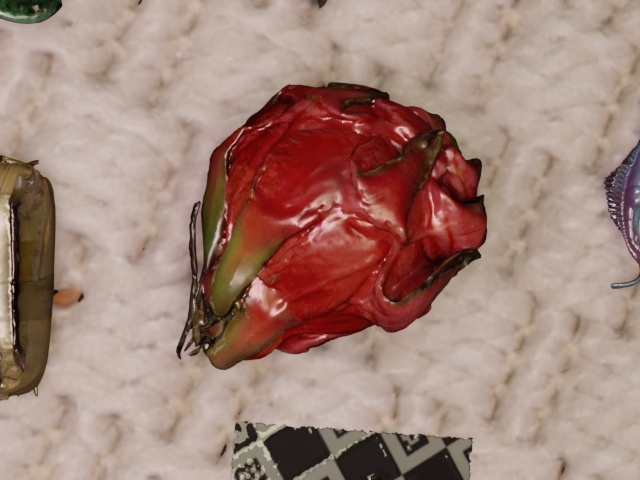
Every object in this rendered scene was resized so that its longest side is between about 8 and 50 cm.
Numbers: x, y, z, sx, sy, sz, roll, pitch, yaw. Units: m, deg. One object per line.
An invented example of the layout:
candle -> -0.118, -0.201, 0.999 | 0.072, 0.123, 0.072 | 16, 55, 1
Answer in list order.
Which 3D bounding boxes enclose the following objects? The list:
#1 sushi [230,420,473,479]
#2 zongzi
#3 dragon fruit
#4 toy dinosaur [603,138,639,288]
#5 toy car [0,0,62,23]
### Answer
sushi -> 0.028, 0.278, 1.347 | 0.219, 0.047, 0.231 | 6, 88, -16
zongzi -> -0.306, 0.031, 1.229 | 0.197, 0.099, 0.195 | 0, 89, -6
dragon fruit -> 0.000, 0.000, 1.243 | 0.234, 0.234, 0.293 | 45, 61, -11
toy dinosaur -> 0.299, -0.047, 1.437 | 0.080, 0.045, 0.197 | 13, 78, -3
toy car -> -0.224, -0.309, 1.241 | 0.136, 0.125, 0.306 | 25, 73, -16
